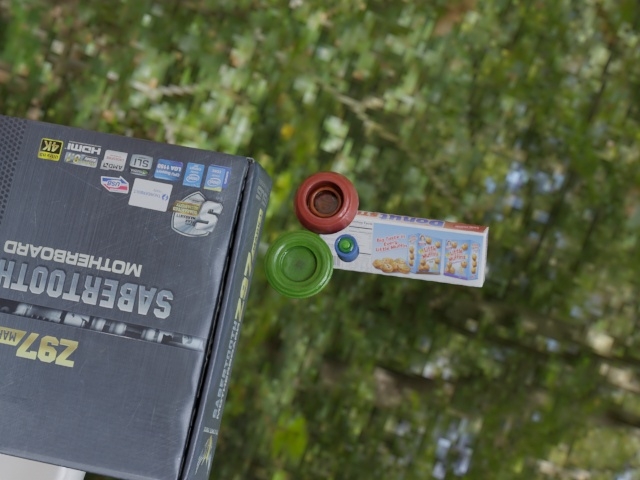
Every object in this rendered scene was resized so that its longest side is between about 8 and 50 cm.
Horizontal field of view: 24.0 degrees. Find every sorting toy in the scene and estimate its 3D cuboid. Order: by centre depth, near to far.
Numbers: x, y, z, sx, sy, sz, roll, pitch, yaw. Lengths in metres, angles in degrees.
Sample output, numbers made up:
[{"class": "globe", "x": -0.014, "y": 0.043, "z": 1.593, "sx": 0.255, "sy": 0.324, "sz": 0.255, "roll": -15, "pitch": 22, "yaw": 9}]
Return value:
[{"class": "sorting toy", "x": 0.000, "y": 0.000, "z": 1.120, "sx": 0.042, "sy": 0.061, "sz": 0.102, "roll": 66, "pitch": 47, "yaw": -77}]

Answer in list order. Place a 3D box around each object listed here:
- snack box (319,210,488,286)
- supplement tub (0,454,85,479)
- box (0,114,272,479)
[{"class": "snack box", "x": 0.087, "y": 0.007, "z": 1.593, "sx": 0.022, "sy": 0.178, "sz": 0.064, "roll": -59, "pitch": 154, "yaw": -63}, {"class": "supplement tub", "x": -0.334, "y": 0.178, "z": 1.395, "sx": 0.325, "sy": 0.235, "sz": 0.235, "roll": 146, "pitch": -36, "yaw": -78}, {"class": "box", "x": -0.158, "y": 0.028, "z": 0.835, "sx": 0.059, "sy": 0.233, "sz": 0.183, "roll": 45, "pitch": 57, "yaw": -76}]
